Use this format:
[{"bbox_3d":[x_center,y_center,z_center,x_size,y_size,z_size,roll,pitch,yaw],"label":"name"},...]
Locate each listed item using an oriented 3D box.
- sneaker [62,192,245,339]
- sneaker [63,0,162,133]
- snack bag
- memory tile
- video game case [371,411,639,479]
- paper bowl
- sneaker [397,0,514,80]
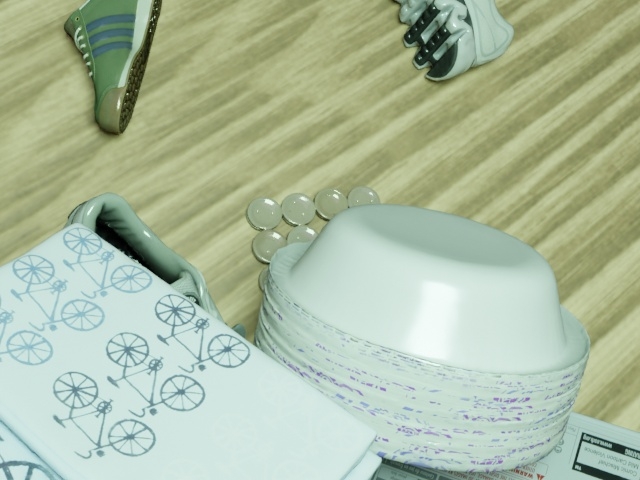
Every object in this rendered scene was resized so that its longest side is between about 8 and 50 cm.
[{"bbox_3d":[-0.130,0.103,0.797,0.122,0.146,0.331,-34,82,-31],"label":"sneaker"},{"bbox_3d":[-0.224,-0.202,0.940,0.086,0.064,0.192,11,68,-2],"label":"sneaker"},{"bbox_3d":[-0.174,0.146,0.598,0.323,0.037,0.342,34,45,19],"label":"snack bag"},{"bbox_3d":[0.000,0.000,0.946,0.147,0.012,0.113,-7,72,-16],"label":"memory tile"},{"bbox_3d":[0.135,0.269,0.784,0.328,0.036,0.300,16,59,18],"label":"video game case"},{"bbox_3d":[0.091,0.063,0.788,0.284,0.284,0.148,8,107,-11],"label":"paper bowl"},{"bbox_3d":[0.130,-0.329,1.059,0.118,0.110,0.292,-17,83,-27],"label":"sneaker"}]
